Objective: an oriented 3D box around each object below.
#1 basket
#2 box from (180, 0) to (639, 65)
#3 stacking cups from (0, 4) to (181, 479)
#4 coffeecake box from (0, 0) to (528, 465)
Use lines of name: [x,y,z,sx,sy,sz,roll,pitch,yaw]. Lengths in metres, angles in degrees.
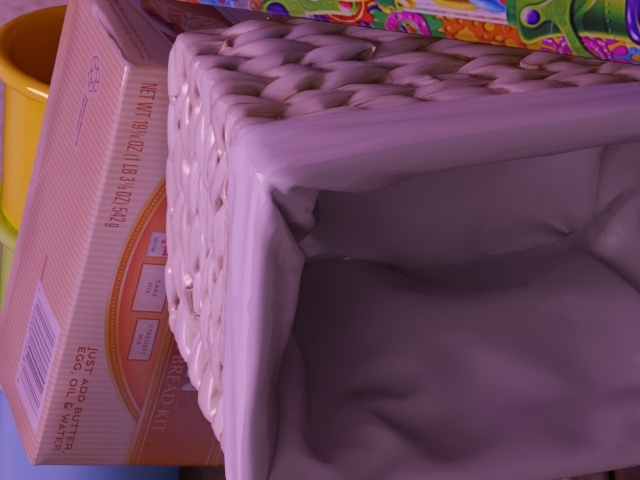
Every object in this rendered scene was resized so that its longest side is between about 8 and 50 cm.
basket: [0.041,-0.004,0.532,0.167,0.103,0.113,-8,121,-20]
box: [0.090,-0.208,0.503,0.279,0.177,0.290,9,113,15]
stacking cups: [-0.081,0.072,0.731,0.096,0.096,0.316,12,119,13]
coffeecake box: [0.000,0.000,0.625,0.185,0.068,0.142,3,119,-25]
